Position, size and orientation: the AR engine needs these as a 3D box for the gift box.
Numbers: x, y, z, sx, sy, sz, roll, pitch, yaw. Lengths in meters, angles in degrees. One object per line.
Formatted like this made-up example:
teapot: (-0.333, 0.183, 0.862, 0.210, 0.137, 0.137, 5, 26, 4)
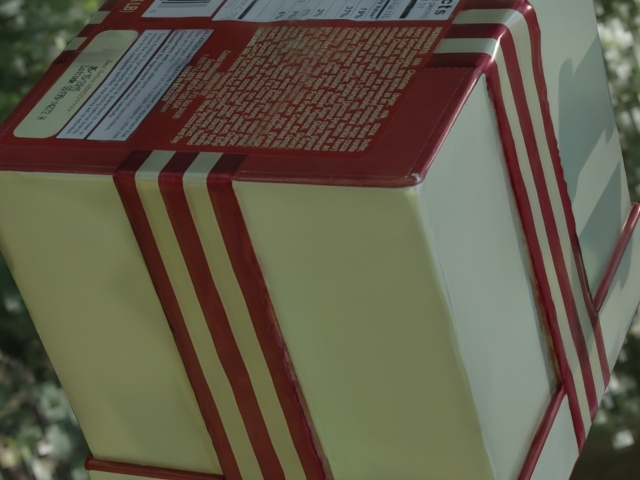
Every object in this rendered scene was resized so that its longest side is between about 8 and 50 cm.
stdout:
gift box: (0.000, 0.000, 0.887, 0.255, 0.276, 0.258, -53, 137, -40)
